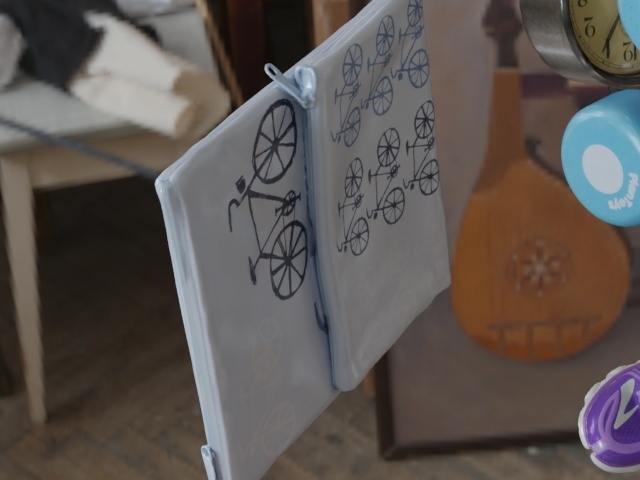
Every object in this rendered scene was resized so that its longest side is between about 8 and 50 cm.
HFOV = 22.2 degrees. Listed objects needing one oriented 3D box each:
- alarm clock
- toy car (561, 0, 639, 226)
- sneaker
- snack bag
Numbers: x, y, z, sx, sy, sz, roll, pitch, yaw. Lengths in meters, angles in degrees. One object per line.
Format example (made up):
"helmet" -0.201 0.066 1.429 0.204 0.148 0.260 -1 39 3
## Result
"alarm clock" 0.191 -0.147 1.073 0.129 0.192 0.064 -11 13 -32
"toy car" 0.299 -0.068 0.874 0.219 0.210 0.238 -26 55 -35
"sneaker" 0.247 0.094 1.068 0.170 0.071 0.068 -26 80 -7
"snack bag" 0.000 0.000 1.277 0.037 0.323 0.342 16 39 30
